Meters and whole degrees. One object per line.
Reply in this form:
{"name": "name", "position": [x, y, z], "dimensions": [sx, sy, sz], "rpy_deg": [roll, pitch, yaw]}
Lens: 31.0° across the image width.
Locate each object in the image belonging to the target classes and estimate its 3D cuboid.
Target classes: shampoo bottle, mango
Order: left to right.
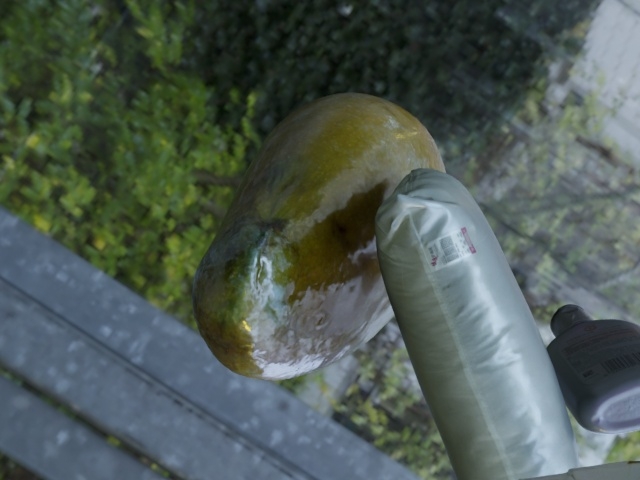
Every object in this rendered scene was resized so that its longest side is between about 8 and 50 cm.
{"name": "mango", "position": [0.000, 0.000, 0.818], "dimensions": [0.316, 0.146, 0.192], "rpy_deg": [-47, 152, -63]}
{"name": "shampoo bottle", "position": [0.196, 0.084, 0.805], "dimensions": [0.080, 0.040, 0.165], "rpy_deg": [-19, -166, 1]}

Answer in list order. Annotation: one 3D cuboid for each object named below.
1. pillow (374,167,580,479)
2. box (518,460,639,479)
{"name": "pillow", "position": [0.098, 0.078, 0.711], "dimensions": [0.078, 0.254, 0.144], "rpy_deg": [-21, -176, 3]}
{"name": "box", "position": [0.140, 0.091, 0.334], "dimensions": [0.154, 0.084, 0.040], "rpy_deg": [-21, -134, 42]}
